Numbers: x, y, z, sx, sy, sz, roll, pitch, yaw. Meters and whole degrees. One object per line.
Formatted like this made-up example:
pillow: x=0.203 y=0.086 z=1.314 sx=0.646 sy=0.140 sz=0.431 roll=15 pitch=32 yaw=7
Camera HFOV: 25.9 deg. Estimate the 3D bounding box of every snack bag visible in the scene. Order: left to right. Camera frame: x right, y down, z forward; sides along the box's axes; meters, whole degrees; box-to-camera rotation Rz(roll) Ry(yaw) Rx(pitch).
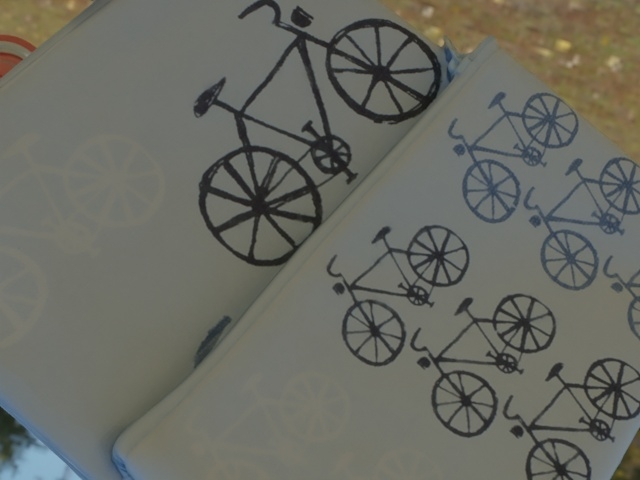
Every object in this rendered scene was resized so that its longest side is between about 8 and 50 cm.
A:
snack bag: x=0.000 y=0.000 z=0.643 sx=0.342 sy=0.323 sz=0.037 roll=40 pitch=146 yaw=4

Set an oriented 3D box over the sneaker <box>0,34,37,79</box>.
sneaker: x=-0.291 y=-0.021 z=1.271 sx=0.116 sy=0.313 sz=0.136 roll=-5 pitch=-157 yaw=-6
